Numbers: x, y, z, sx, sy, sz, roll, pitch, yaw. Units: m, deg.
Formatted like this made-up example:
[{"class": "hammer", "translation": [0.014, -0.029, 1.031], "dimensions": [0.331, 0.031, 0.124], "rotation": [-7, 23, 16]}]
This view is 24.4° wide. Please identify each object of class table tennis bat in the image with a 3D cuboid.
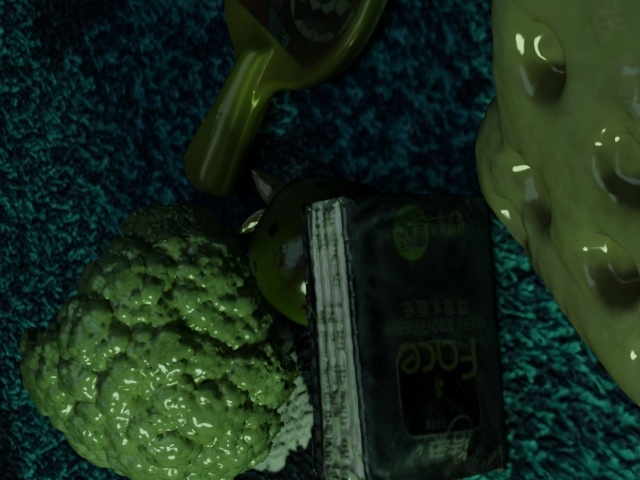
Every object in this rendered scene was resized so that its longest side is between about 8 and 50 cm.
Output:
[{"class": "table tennis bat", "translation": [-0.044, -0.203, 1.419], "dimensions": [0.224, 0.054, 0.369], "rotation": [47, 120, 38]}]

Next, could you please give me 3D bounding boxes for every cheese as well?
[{"class": "cheese", "translation": [0.232, -0.044, 0.960], "dimensions": [0.328, 0.129, 0.351], "rotation": [58, 159, 31]}]

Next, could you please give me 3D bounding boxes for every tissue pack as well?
[{"class": "tissue pack", "translation": [0.069, 0.080, 1.202], "dimensions": [0.073, 0.173, 0.235], "rotation": [-8, 83, 47]}]

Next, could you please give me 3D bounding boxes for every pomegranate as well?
[{"class": "pomegranate", "translation": [0.001, 0.007, 1.311], "dimensions": [0.169, 0.148, 0.148], "rotation": [-145, 62, -70]}]

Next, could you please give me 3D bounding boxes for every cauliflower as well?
[{"class": "cauliflower", "translation": [-0.143, 0.105, 1.445], "dimensions": [0.275, 0.272, 0.250], "rotation": [-36, 21, 22]}]
